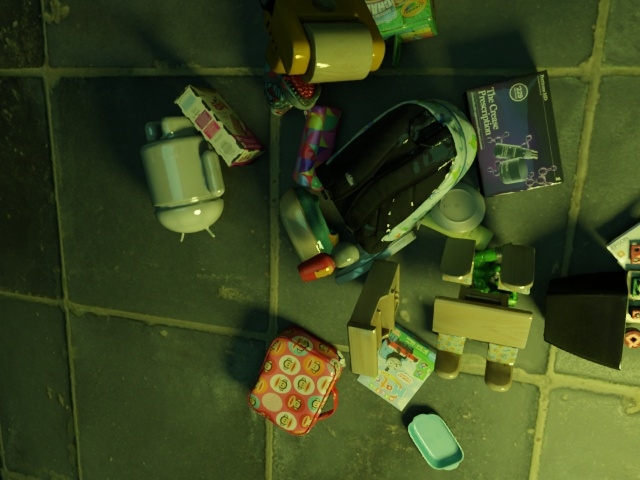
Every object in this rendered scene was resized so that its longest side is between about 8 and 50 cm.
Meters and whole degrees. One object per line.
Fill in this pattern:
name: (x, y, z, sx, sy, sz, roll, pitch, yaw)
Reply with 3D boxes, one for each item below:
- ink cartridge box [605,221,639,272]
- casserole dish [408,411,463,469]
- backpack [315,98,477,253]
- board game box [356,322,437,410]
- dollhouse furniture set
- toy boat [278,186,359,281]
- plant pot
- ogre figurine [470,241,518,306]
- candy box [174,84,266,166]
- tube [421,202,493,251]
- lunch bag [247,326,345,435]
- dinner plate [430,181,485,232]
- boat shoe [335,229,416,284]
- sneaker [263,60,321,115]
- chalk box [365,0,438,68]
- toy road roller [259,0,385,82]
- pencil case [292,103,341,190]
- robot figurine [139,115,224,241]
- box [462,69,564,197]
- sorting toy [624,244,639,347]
ink cartridge box: (0.838, 0.025, 1.149, 0.223, 0.045, 0.224, -41, 89, 22)
casserole dish: (0.339, 0.584, 1.430, 0.114, 0.037, 0.188, -33, 90, 21)
backpack: (0.199, -0.182, 1.176, 0.290, 0.273, 0.355, 57, 143, 15)
board game box: (0.228, 0.368, 1.416, 0.160, 0.039, 0.211, 33, 110, 7)
dollhouse furniture set: (0.291, 0.208, 1.179, 0.394, 0.256, 0.362, 8, 130, 19)
toy boat: (0.000, 0.000, 1.269, 0.148, 0.318, 0.267, -23, 117, 1)
plant pot: (0.639, 0.179, 1.181, 0.167, 0.188, 0.187, 4, 103, 28)
ogre figurine: (0.446, 0.091, 1.259, 0.118, 0.197, 0.097, 1, 57, 26)
candy box: (-0.273, -0.317, 1.356, 0.071, 0.159, 0.233, -42, 88, 19)
tube: (0.332, -0.051, 1.284, 0.240, 0.070, 0.062, 31, 149, 13)
lunch bag: (-0.061, 0.435, 1.475, 0.258, 0.120, 0.293, 29, 108, 9)
dinner plate: (0.353, -0.088, 1.255, 0.141, 0.017, 0.141, -3, 73, 8)
boat shoe: (0.138, 0.029, 1.350, 0.258, 0.095, 0.084, -34, 86, 10)
sneaker: (-0.081, -0.378, 1.274, 0.104, 0.262, 0.125, 3, 122, -27)
chalk box: (0.177, -0.564, 1.156, 0.179, 0.180, 0.289, -8, 101, 19)
toy road roller: (-0.020, -0.448, 1.104, 0.202, 0.240, 0.329, -10, 63, -20)
pencil case: (-0.013, -0.257, 1.323, 0.104, 0.104, 0.236, 14, 105, 14)
robot figurine: (-0.396, -0.174, 1.403, 0.300, 0.200, 0.353, -5, 101, 38)
box: (0.462, -0.251, 1.173, 0.184, 0.103, 0.261, -12, 98, 13)
sorting toy: (0.794, 0.131, 1.139, 0.132, 0.046, 0.274, 1, 105, 19)
